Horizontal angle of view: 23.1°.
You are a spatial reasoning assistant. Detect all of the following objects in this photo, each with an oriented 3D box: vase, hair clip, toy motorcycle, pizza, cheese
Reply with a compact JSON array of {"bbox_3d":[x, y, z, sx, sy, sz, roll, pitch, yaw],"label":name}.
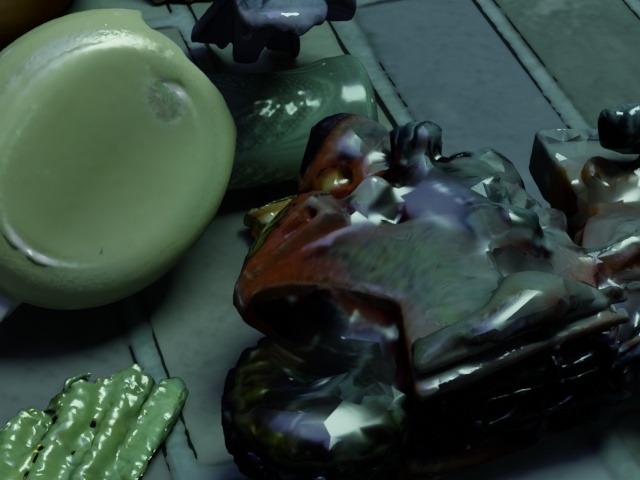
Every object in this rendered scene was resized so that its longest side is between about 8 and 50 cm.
[{"bbox_3d":[-0.080,-0.058,0.875,0.219,0.096,0.096,-6,40,-14],"label":"vase"},{"bbox_3d":[-0.022,-0.149,0.878,0.137,0.090,0.278,1,4,-7],"label":"hair clip"},{"bbox_3d":[0.126,0.001,0.778,0.401,0.134,0.207,-13,48,-15],"label":"toy motorcycle"},{"bbox_3d":[0.000,0.000,0.854,0.083,0.025,0.078,-7,35,1],"label":"pizza"},{"bbox_3d":[-0.143,-0.009,0.778,0.227,0.137,0.064,-49,13,-9],"label":"cheese"}]

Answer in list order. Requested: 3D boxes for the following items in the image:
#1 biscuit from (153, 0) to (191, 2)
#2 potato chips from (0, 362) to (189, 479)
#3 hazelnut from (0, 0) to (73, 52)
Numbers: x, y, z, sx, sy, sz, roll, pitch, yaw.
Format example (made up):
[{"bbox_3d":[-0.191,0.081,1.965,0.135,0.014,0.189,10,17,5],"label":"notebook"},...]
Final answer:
[{"bbox_3d":[0.044,-0.224,1.071,0.379,0.094,0.054,-5,40,-8],"label":"biscuit"},{"bbox_3d":[-0.131,0.121,0.703,0.092,0.028,0.207,14,43,12],"label":"potato chips"},{"bbox_3d":[-0.224,-0.204,0.985,0.208,0.208,0.208,1,40,-1],"label":"hazelnut"}]
